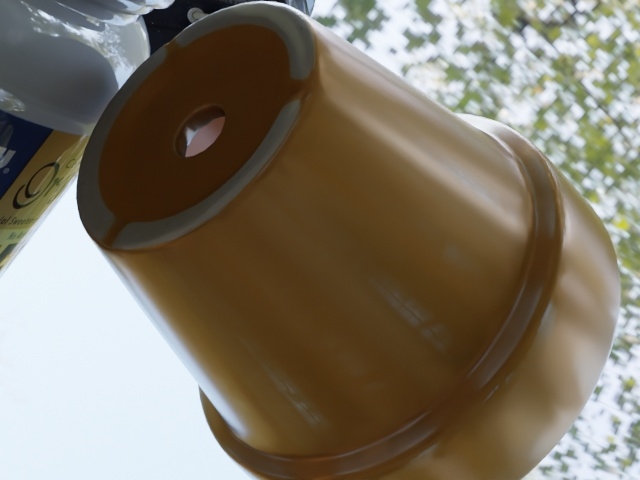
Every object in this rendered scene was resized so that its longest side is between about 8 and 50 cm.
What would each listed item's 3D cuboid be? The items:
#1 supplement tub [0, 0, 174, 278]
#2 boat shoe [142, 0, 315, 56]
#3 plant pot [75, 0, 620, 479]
[{"bbox_3d":[-0.224,-0.073,0.780,0.316,0.228,0.228,-51,-122,14],"label":"supplement tub"},{"bbox_3d":[-0.180,-0.144,1.251,0.340,0.127,0.158,0,-121,14],"label":"boat shoe"},{"bbox_3d":[0.000,0.000,0.739,0.205,0.188,0.205,-24,-137,25],"label":"plant pot"}]
